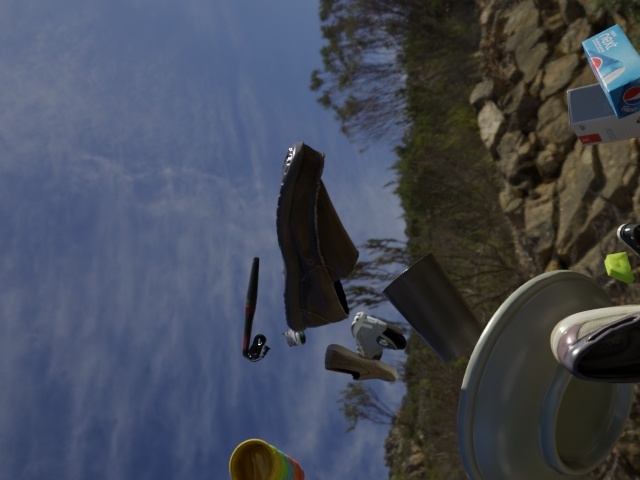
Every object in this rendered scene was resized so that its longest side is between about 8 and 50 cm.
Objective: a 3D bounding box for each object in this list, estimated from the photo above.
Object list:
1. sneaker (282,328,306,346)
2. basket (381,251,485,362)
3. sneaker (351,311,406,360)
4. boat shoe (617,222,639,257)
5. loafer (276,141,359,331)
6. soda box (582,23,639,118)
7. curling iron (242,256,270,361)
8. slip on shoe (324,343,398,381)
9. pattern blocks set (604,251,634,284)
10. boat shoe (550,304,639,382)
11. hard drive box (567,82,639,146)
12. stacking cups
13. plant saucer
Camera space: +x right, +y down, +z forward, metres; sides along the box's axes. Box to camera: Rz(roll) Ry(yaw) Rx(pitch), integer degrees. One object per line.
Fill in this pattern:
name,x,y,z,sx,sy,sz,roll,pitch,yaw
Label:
sneaker,-0.073,0.238,1.456,0.038,0.069,0.098,41,-138,-41
basket,0.279,0.168,1.319,0.154,0.204,0.227,-33,-102,-18
sneaker,0.167,0.279,1.440,0.086,0.132,0.228,-65,-30,-27
boat shoe,0.626,0.013,1.026,0.133,0.042,0.049,33,-97,-11
loafer,0.000,0.000,0.917,0.134,0.130,0.366,-88,-3,-51
soda box,0.555,-0.318,1.011,0.067,0.071,0.210,49,-148,-30
curling iron,-0.168,0.175,1.388,0.068,0.035,0.274,10,-115,-32
slip on shoe,0.068,0.217,0.912,0.135,0.051,0.041,28,-123,-19
pattern blocks set,0.711,0.066,1.053,0.325,0.285,0.026,-77,-12,-53
boat shoe,0.414,0.107,0.609,0.092,0.285,0.102,-51,-55,-70
hard drive box,0.708,-0.300,1.239,0.181,0.232,0.089,13,-105,-52
stacking cups,-0.091,0.497,1.164,0.316,0.096,0.096,61,-159,-59
plant saucer,0.393,0.251,0.864,0.400,0.100,0.400,-7,-77,-31
